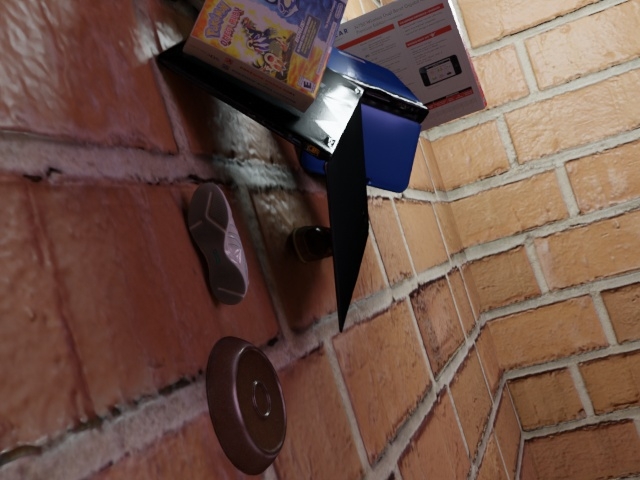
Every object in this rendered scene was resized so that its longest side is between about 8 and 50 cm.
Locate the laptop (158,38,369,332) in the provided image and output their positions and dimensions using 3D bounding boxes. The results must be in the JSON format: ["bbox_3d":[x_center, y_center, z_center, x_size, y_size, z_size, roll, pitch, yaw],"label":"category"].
[{"bbox_3d":[-0.056,-0.130,1.190,0.408,0.236,0.382,30,26,-4],"label":"laptop"}]

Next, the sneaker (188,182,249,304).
[{"bbox_3d":[-0.125,0.003,0.929,0.061,0.054,0.152,-47,124,-80],"label":"sneaker"}]

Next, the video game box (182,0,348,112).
[{"bbox_3d":[-0.069,-0.306,1.040,0.187,0.048,0.205,23,63,-14],"label":"video game box"}]

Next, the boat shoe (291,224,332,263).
[{"bbox_3d":[0.000,0.000,1.275,0.178,0.060,0.064,-4,77,-72],"label":"boat shoe"}]

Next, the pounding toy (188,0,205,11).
[{"bbox_3d":[-0.109,-0.438,1.180,0.154,0.155,0.269,53,26,-4],"label":"pounding toy"}]

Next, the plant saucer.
[{"bbox_3d":[-0.081,0.194,0.900,0.168,0.029,0.168,-19,90,-72],"label":"plant saucer"}]

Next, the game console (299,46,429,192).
[{"bbox_3d":[0.060,-0.257,1.527,0.293,0.173,0.250,11,34,-39],"label":"game console"}]

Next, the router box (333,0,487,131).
[{"bbox_3d":[0.181,-0.396,1.747,0.082,0.335,0.301,-53,123,-68],"label":"router box"}]
